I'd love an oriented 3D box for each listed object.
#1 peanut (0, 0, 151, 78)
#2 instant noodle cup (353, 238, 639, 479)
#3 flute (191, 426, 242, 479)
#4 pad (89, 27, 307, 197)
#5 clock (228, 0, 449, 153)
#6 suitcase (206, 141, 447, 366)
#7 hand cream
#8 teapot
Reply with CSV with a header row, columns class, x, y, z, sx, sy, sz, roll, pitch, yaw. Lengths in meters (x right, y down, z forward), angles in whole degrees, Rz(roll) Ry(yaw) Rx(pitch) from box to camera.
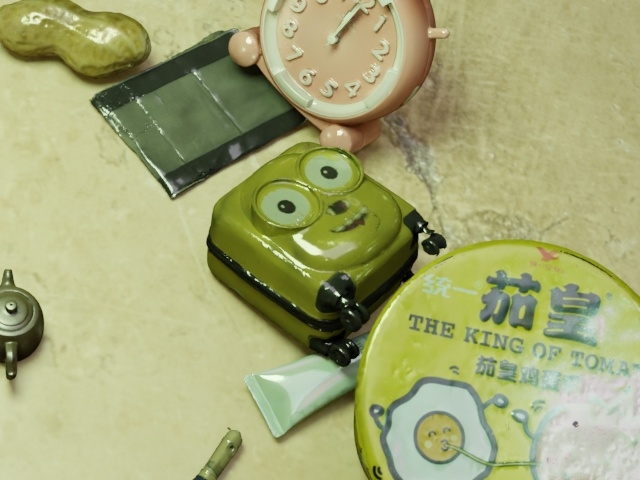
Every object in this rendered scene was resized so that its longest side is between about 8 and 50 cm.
class,x,y,z,sx,sy,sz,roll,pitch,yaw
peanut,-0.305,-0.249,1.471,0.192,0.089,0.089,13,57,-6
instant noodle cup,0.173,0.182,1.231,0.325,0.254,0.326,2,77,-9
flute,-0.146,0.287,1.234,0.027,0.027,0.233,34,55,3
pad,-0.148,-0.165,1.510,0.233,0.022,0.174,-34,77,-31
clock,0.042,-0.262,1.491,0.227,0.241,0.142,45,36,7
suitcase,0.000,0.000,1.368,0.235,0.143,0.194,36,53,20
hand cream,0.017,0.148,1.362,0.204,0.050,0.078,-23,75,-25
teapot,-0.328,0.090,1.262,0.076,0.068,0.121,1,60,-19
